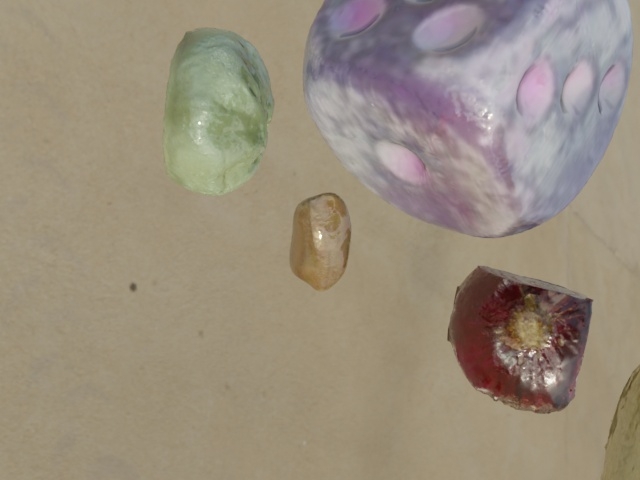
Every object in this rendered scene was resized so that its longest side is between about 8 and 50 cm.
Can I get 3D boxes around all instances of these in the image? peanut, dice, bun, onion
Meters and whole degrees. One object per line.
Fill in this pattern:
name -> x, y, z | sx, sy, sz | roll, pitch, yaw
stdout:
peanut -> 0.000, 0.000, 0.929 | 0.076, 0.076, 0.152 | -51, 155, -44
dice -> 0.165, -0.184, 0.834 | 0.271, 0.270, 0.270 | -53, 138, -16
bun -> -0.112, -0.147, 0.853 | 0.195, 0.118, 0.195 | -173, -90, -89
onion -> 0.298, 0.152, 1.151 | 0.216, 0.206, 0.207 | 21, 82, -74

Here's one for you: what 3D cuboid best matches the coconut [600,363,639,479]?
coconut -> 0.391, 0.192, 0.606 | 0.254, 0.297, 0.297 | -55, 127, -18
